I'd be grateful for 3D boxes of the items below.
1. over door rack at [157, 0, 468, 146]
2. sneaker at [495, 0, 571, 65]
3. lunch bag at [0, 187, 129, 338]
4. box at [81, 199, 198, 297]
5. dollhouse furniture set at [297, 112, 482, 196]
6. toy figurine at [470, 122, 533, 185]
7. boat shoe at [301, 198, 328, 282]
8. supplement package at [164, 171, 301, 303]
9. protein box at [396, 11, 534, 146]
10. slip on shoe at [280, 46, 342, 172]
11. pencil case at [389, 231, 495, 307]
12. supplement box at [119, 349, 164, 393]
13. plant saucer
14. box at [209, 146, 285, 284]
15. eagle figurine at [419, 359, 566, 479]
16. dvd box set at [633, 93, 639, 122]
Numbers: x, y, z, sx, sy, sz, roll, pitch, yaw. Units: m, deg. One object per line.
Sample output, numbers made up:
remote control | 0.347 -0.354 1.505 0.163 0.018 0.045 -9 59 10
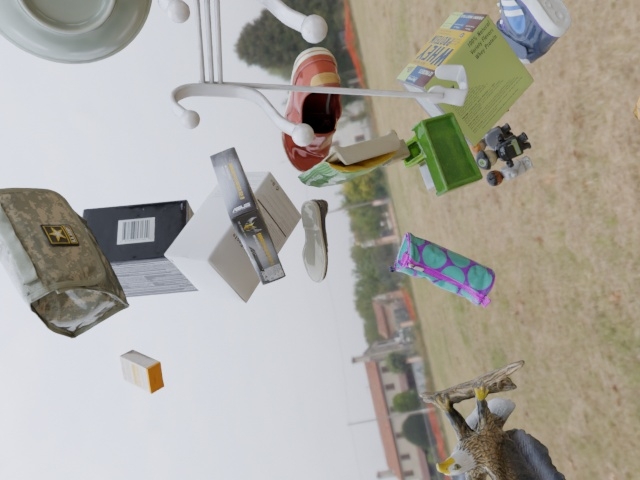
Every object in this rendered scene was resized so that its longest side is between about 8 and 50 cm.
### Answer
over door rack | 0.026 -0.208 0.483 0.239 0.324 0.108 99 158 -49
sneaker | 0.517 -0.637 1.536 0.323 0.130 0.236 57 155 3
lunch bag | -0.526 0.039 1.096 0.235 0.169 0.287 56 169 15
box | -0.498 0.032 1.621 0.294 0.296 0.182 87 178 -66
dollhouse furniture set | 0.138 -0.129 1.146 0.197 0.301 0.151 -29 81 66
toy figurine | 0.506 -0.275 1.616 0.209 0.148 0.213 41 -155 -60
boat shoe | 0.000 0.000 1.339 0.065 0.075 0.206 -20 -68 -46
supplement package | -0.217 -0.014 1.425 0.293 0.177 0.175 -58 -47 -27
protein box | 0.323 -0.363 1.250 0.201 0.200 0.136 38 -174 -31
slip on shoe | -0.015 -0.245 1.176 0.331 0.123 0.101 102 153 -57
pencil case | 0.186 0.045 0.842 0.070 0.152 0.064 -78 12 -57
supplement box | -0.378 0.277 1.178 0.036 0.098 0.062 -26 -60 -49
plant saucer | -0.577 -0.586 1.256 0.100 0.400 0.400 55 168 47
box | -0.145 -0.045 1.130 0.231 0.056 0.183 74 174 -51
eagle figurine | 0.262 0.371 0.878 0.226 0.225 0.298 106 152 -64
dvd box set | 0.699 -0.364 0.825 0.062 0.308 0.420 -77 -10 -53
